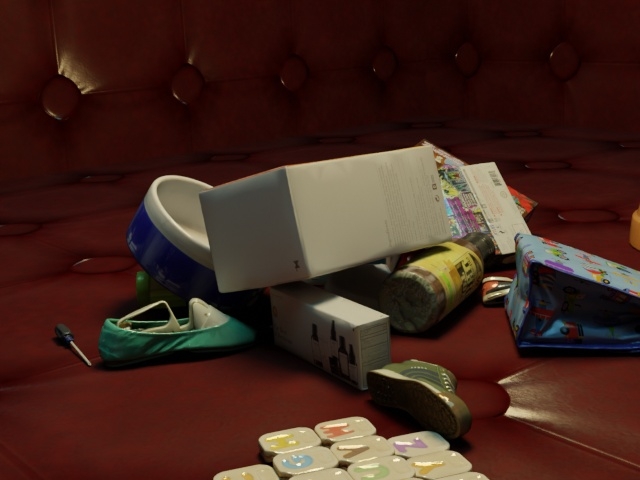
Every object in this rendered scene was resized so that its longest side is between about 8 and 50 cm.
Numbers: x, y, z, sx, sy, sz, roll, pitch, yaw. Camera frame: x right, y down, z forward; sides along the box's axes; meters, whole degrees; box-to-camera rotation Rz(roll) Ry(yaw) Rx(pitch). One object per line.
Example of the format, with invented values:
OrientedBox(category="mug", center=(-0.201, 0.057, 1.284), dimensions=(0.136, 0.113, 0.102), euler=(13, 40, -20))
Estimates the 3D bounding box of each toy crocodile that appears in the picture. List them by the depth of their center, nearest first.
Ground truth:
OrientedBox(category="toy crocodile", center=(-0.275, 0.050, 1.761), dimensions=(0.115, 0.105, 0.340), euler=(-3, 14, -2))

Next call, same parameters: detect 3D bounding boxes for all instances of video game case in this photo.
OrientedBox(category="video game case", center=(0.289, -0.046, 1.876), dimensions=(0.210, 0.042, 0.232), euler=(-10, 55, -16))

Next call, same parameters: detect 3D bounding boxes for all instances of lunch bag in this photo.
OrientedBox(category="lunch bag", center=(0.445, 0.089, 1.461), dimensions=(0.293, 0.138, 0.221), euler=(8, 12, 5))

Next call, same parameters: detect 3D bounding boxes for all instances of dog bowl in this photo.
OrientedBox(category="dog bowl", center=(-0.200, 0.006, 1.657), dimensions=(0.265, 0.104, 0.265), euler=(30, 20, -12))

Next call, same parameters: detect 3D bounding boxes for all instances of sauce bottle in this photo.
OrientedBox(category="sauce bottle", center=(0.214, 0.056, 1.622), dimensions=(0.111, 0.111, 0.344), euler=(5, 18, 28))

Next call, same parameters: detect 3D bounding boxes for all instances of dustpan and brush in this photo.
OrientedBox(category="dustpan and brush", center=(0.026, 0.096, 1.643), dimensions=(0.211, 0.060, 0.147), euler=(1, 26, -13))

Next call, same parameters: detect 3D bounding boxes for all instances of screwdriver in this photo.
OrientedBox(category="screwdriver", center=(-0.389, 0.163, 1.498), dimensions=(0.024, 0.025, 0.170), euler=(-11, 15, -28))

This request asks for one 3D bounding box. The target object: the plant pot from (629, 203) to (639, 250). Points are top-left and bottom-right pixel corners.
OrientedBox(category="plant pot", center=(0.776, -0.089, 1.914), dimensions=(0.290, 0.204, 0.291), euler=(-3, 13, 1))

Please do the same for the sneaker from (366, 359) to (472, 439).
OrientedBox(category="sneaker", center=(0.143, 0.188, 1.199), dimensions=(0.086, 0.064, 0.192), euler=(-16, 16, -29))

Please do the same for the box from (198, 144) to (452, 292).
OrientedBox(category="box", center=(0.014, -0.037, 1.533), dimensions=(0.215, 0.168, 0.345), euler=(-12, 1, 45))

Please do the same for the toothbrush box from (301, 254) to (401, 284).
OrientedBox(category="toothbrush box", center=(0.000, 0.000, 1.863), dimensions=(0.295, 0.126, 0.216), euler=(1, 15, 12))

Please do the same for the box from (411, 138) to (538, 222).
OrientedBox(category="box", center=(0.293, -0.096, 2.014), dimensions=(0.293, 0.057, 0.201), euler=(31, 37, 16))

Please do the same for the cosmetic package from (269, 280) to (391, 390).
OrientedBox(category="cosmetic package", center=(0.010, 0.133, 1.387), dimensions=(0.060, 0.099, 0.239), euler=(-11, 15, -31))

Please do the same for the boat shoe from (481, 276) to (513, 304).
OrientedBox(category="boat shoe", center=(0.343, 0.089, 1.618), dimensions=(0.137, 0.049, 0.043), euler=(1, 56, 5))

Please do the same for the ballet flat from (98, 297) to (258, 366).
OrientedBox(category="ballet flat", center=(-0.215, 0.133, 1.451), dimensions=(0.247, 0.087, 0.083), euler=(-7, 14, -17))

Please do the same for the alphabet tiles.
OrientedBox(category="alphabet tiles", center=(0.034, 0.261, 1.026), dimensions=(0.278, 0.021, 0.284), euler=(-8, 15, -17))
